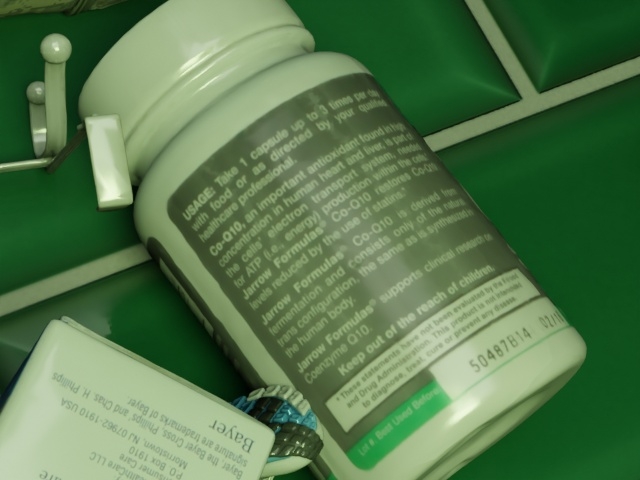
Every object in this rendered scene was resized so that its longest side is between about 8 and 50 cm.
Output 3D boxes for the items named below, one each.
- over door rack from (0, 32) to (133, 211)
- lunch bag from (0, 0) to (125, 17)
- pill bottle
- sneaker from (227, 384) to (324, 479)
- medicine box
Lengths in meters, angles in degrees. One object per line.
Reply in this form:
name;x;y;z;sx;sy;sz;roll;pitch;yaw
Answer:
over door rack;-0.268;-0.069;1.105;0.240;0.324;0.108;-10;100;-15
lunch bag;-0.175;-0.341;1.316;0.256;0.212;0.305;-9;67;-34
pill bottle;0.000;0.000;1.186;0.204;0.204;0.361;-32;76;-23
sneaker;-0.051;0.149;1.124;0.071;0.191;0.083;-43;108;-33
medicine box;-0.179;0.231;0.997;0.149;0.263;0.289;29;62;-8
